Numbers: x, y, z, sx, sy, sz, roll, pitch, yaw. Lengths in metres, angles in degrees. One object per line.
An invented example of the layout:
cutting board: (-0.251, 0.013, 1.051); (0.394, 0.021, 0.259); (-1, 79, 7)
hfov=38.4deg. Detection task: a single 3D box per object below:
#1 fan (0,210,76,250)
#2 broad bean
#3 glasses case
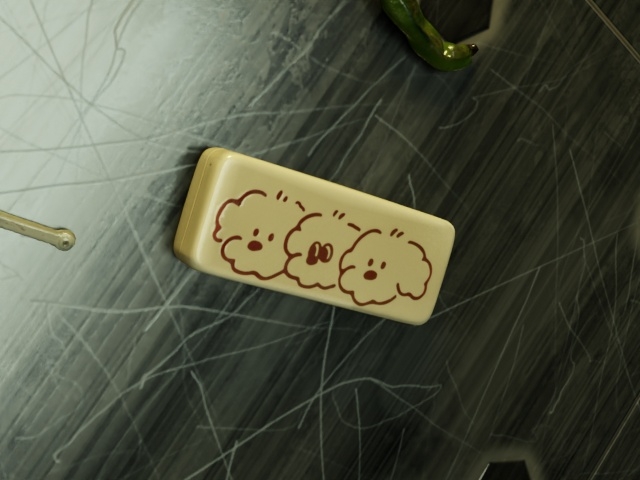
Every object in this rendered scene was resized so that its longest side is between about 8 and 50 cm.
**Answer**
fan: (-0.385, -0.037, 0.935); (0.282, 0.023, 0.057); (23, 87, -27)
broad bean: (0.122, -0.266, 1.135); (0.195, 0.046, 0.061); (32, 73, -33)
glasses case: (0.000, 0.000, 1.105); (0.336, 0.076, 0.144); (15, 92, -28)
